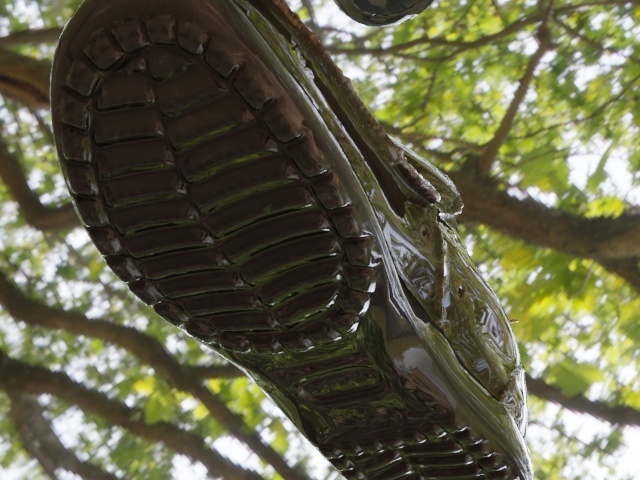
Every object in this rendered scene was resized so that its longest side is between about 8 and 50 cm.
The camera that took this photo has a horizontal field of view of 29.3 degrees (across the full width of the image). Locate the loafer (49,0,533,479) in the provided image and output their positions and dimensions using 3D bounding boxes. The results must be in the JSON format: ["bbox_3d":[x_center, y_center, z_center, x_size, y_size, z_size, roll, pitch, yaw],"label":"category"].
[{"bbox_3d":[0.000,0.000,0.612,0.133,0.130,0.366,-11,-46,26],"label":"loafer"}]

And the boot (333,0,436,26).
[{"bbox_3d":[0.023,-0.269,0.728,0.229,0.091,0.263,36,-64,60],"label":"boot"}]
